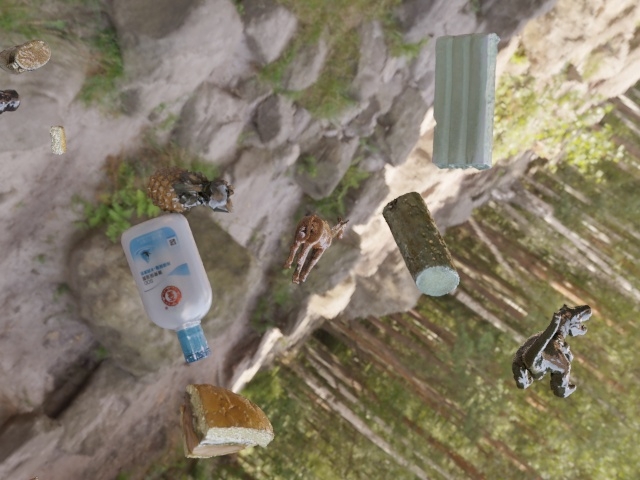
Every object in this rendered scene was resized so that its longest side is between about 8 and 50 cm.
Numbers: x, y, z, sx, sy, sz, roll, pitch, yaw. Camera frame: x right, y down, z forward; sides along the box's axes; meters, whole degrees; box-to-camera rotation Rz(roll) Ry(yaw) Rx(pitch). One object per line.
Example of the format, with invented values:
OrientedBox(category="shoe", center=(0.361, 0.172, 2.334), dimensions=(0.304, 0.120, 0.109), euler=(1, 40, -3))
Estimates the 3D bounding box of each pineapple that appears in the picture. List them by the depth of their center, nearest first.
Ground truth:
OrientedBox(category="pineapple", center=(-0.281, -0.108, 1.510), dimensions=(0.119, 0.237, 0.111), euler=(-29, 118, -40))

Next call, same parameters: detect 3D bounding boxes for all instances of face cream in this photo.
OrientedBox(category="face cream", center=(-0.334, 0.114, 1.555), dimensions=(0.162, 0.337, 0.080), euler=(-19, 180, 6))

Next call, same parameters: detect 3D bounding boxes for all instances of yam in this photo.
OrientedBox(category="yam", center=(0.160, 0.004, 1.101), dimensions=(0.078, 0.179, 0.078), euler=(-12, 144, -9))

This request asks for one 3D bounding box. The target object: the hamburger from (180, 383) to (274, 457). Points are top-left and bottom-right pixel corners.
OrientedBox(category="hamburger", center=(-0.197, 0.391, 1.507), dimensions=(0.135, 0.207, 0.155), euler=(-54, -142, 42))

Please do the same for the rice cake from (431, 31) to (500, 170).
OrientedBox(category="rice cake", center=(0.249, -0.243, 1.186), dimensions=(0.043, 0.127, 0.237), euler=(0, 95, -44))

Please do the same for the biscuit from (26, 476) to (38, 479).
OrientedBox(category="biscuit", center=(-0.554, 0.440, 1.100), dimensions=(0.126, 0.025, 0.206), euler=(-32, 168, 8))

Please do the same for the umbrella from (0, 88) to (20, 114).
OrientedBox(category="umbrella", center=(-0.886, -0.318, 1.597), dimensions=(0.357, 0.106, 0.113), euler=(-24, 128, -52))

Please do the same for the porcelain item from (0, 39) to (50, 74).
OrientedBox(category="porcelain item", center=(-0.637, -0.381, 1.427), dimensions=(0.084, 0.054, 0.213), euler=(-41, -149, -28))

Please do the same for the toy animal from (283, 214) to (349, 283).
OrientedBox(category="toy animal", center=(0.000, 0.000, 1.504), dimensions=(0.224, 0.066, 0.230), euler=(76, 36, -57))

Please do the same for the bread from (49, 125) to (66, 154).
OrientedBox(category="bread", center=(-0.650, -0.251, 1.680), dimensions=(0.083, 0.035, 0.070), euler=(-130, -143, -70))

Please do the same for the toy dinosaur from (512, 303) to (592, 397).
OrientedBox(category="toy dinosaur", center=(0.308, 0.120, 0.928), dimensions=(0.187, 0.087, 0.179), euler=(-47, 132, -45))
